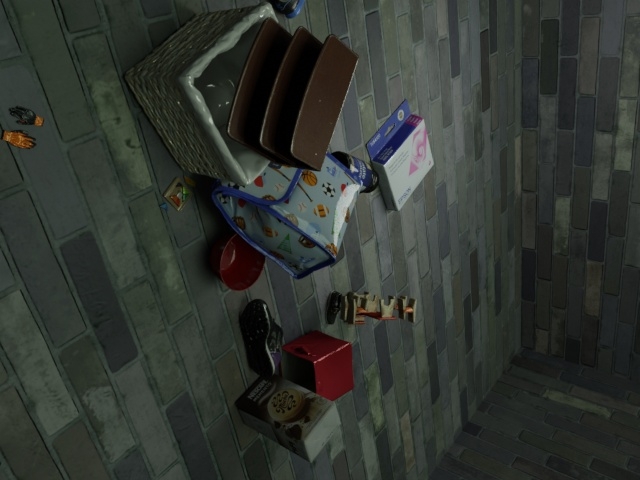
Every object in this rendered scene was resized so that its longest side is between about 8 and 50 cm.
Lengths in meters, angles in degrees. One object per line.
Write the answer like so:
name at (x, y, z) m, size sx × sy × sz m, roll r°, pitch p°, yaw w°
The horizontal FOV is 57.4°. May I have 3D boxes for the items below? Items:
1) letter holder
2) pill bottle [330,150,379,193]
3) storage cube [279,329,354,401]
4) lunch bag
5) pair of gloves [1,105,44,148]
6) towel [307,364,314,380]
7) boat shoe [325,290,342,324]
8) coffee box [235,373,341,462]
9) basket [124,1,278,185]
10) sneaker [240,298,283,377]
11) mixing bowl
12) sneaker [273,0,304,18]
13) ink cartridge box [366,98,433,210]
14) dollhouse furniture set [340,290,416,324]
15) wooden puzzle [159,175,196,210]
letter holder at (-0.068, -0.346, 1.374) m, size 0.214 × 0.152 × 0.302 m, roll 24°, pitch 83°, yaw -50°
pill bottle at (0.114, -0.235, 2.088) m, size 0.219 × 0.123 × 0.123 m, roll 12°, pitch 92°, yaw -52°
storage cube at (-0.013, 0.451, 2.068) m, size 0.193 × 0.183 × 0.215 m, roll -18°, pitch 111°, yaw -43°
lunch bag at (-0.098, -0.137, 1.685) m, size 0.385 × 0.239 × 0.328 m, roll 38°, pitch 49°, yaw -20°
pair of gloves at (-0.630, -0.238, 1.241) m, size 0.074 × 0.010 × 0.083 m, roll 20°, pitch 84°, yaw -52°
towel at (0.016, 0.473, 2.257) m, size 0.144 × 0.029 × 0.197 m, roll 37°, pitch 72°, yaw -49°
boat shoe at (0.052, 0.259, 2.228) m, size 0.049 × 0.042 × 0.133 m, roll 0°, pitch 103°, yaw -54°
coffee box at (-0.107, 0.567, 1.912) m, size 0.168 × 0.297 × 0.119 m, roll -44°, pitch 135°, yaw -36°
basket at (-0.243, -0.367, 1.481) m, size 0.328 × 0.266 × 0.331 m, roll -53°, pitch 136°, yaw -27°
sneaker at (-0.182, 0.298, 1.919) m, size 0.124 × 0.107 × 0.283 m, roll -46°, pitch 139°, yaw -54°
mixing bowl at (-0.258, 0.051, 1.726) m, size 0.181 × 0.098 × 0.181 m, roll -18°, pitch 115°, yaw -47°
sneaker at (-0.071, -0.778, 1.720) m, size 0.090 × 0.081 × 0.232 m, roll 26°, pitch 82°, yaw -59°
ink cartridge box at (0.335, -0.345, 2.378) m, size 0.324 × 0.071 × 0.330 m, roll -51°, pitch 137°, yaw -29°
dollhouse furniture set at (0.194, 0.275, 2.220) m, size 0.262 × 0.259 × 0.135 m, roll 2°, pitch 92°, yaw -22°
wooden puzzle at (-0.383, -0.126, 1.583) m, size 0.078 × 0.014 × 0.116 m, roll 44°, pitch 67°, yaw -48°
